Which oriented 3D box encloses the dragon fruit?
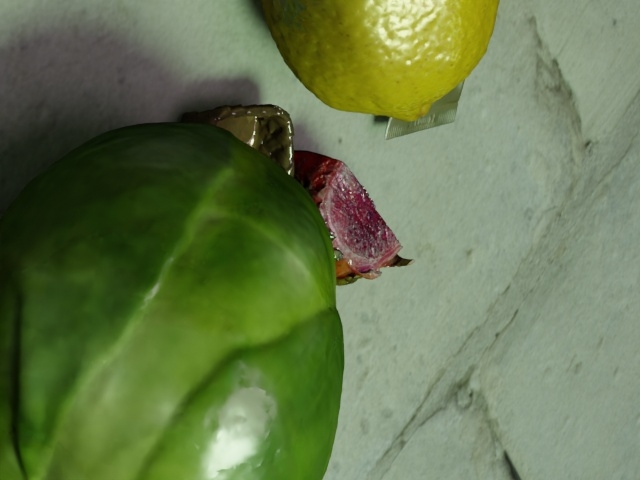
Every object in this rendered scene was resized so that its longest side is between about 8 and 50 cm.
[{"bbox_3d":[0.000,0.000,1.413,0.147,0.102,0.096,55,49,-34],"label":"dragon fruit"}]

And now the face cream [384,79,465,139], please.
[{"bbox_3d":[0.126,-0.265,1.491,0.137,0.084,0.341,-20,126,-55],"label":"face cream"}]

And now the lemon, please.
[{"bbox_3d":[0.048,-0.218,1.310,0.204,0.204,0.260,-34,125,-38],"label":"lemon"}]

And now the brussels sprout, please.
[{"bbox_3d":[-0.123,0.101,1.165,0.315,0.275,0.371,-81,180,-74],"label":"brussels sprout"}]

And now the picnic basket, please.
[{"bbox_3d":[-0.079,-0.023,1.346,0.110,0.054,0.193,-7,110,-46],"label":"picnic basket"}]
